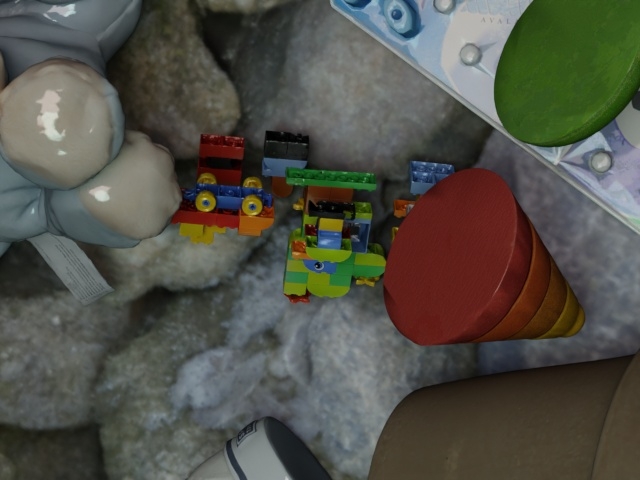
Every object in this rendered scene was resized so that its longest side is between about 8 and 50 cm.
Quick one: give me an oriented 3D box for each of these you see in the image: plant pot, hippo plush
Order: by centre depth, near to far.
[{"bbox_3d":[0.158,0.180,1.140,0.229,0.263,0.263,3,91,28],"label":"plant pot"},{"bbox_3d":[-0.171,-0.122,1.201,0.234,0.294,0.237,9,65,26],"label":"hippo plush"}]

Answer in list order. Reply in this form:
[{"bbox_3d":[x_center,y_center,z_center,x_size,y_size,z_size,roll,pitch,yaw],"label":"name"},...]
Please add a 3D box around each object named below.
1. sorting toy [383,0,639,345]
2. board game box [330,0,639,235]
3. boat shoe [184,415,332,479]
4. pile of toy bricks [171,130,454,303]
[{"bbox_3d":[0.185,-0.076,1.145,0.126,0.127,0.366,28,94,-32],"label":"sorting toy"},{"bbox_3d":[0.261,-0.212,1.196,0.390,0.050,0.390,38,97,9],"label":"board game box"},{"bbox_3d":[0.006,0.311,1.213,0.156,0.136,0.367,-37,81,10],"label":"boat shoe"},{"bbox_3d":[0.000,0.000,1.238,0.212,0.118,0.105,6,121,-4],"label":"pile of toy bricks"}]
